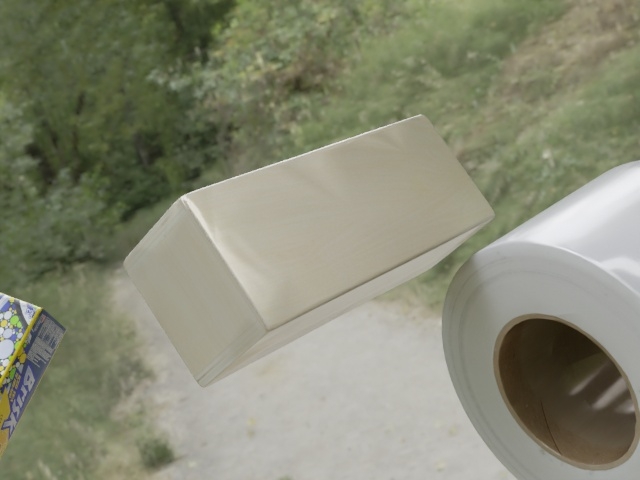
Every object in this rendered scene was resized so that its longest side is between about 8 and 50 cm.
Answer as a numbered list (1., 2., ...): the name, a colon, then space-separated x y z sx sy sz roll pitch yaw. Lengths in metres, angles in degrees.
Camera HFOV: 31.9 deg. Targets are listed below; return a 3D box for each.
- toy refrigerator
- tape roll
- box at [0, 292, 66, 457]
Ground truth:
1. toy refrigerator: 0.000 0.000 0.798 0.269 0.102 0.094 -24 -14 -48
2. tape roll: 0.237 0.078 0.862 0.169 0.246 0.246 -28 8 -35
3. box: -0.274 0.129 0.899 0.059 0.169 0.054 17 -21 20
